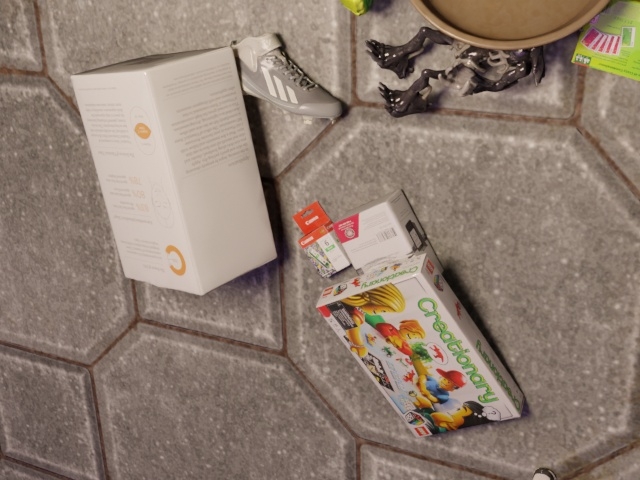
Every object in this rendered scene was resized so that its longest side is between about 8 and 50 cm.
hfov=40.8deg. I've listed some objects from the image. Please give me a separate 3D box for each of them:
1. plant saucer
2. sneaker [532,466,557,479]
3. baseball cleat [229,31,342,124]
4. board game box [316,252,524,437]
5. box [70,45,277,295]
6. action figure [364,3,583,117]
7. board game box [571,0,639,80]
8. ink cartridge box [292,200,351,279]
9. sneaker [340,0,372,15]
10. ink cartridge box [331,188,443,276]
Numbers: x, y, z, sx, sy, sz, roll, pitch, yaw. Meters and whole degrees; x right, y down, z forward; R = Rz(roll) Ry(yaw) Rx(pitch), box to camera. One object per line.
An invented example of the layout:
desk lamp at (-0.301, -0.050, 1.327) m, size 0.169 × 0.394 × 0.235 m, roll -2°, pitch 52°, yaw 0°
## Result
plant saucer at (0.228, -0.354, 1.035) m, size 0.277 × 0.041 × 0.278 m, roll -2°, pitch 79°, yaw 9°
sneaker at (0.355, 0.416, 1.382) m, size 0.040 × 0.043 × 0.109 m, roll 9°, pitch 113°, yaw 27°
baseball cleat at (-0.057, -0.250, 1.296) m, size 0.205 × 0.072 × 0.110 m, roll 20°, pitch 120°, yaw 19°
board game box at (0.156, 0.172, 1.330) m, size 0.193 × 0.053 × 0.305 m, roll -22°, pitch 116°, yaw 34°
box at (-0.228, -0.113, 1.360) m, size 0.215 × 0.168 × 0.345 m, roll 9°, pitch 116°, yaw 44°
action figure at (0.188, -0.254, 1.114) m, size 0.275 × 0.141 × 0.164 m, roll -19°, pitch 72°, yaw 37°
board game box at (0.415, -0.242, 1.059) m, size 0.181 × 0.043 × 0.092 m, roll 22°, pitch 120°, yaw 19°
ink cartridge box at (0.000, 0.000, 1.400) m, size 0.063 × 0.029 × 0.115 m, roll -31°, pitch 95°, yaw 35°
sneaker at (0.056, -0.392, 1.091) m, size 0.109 × 0.123 × 0.295 m, roll 53°, pitch 171°, yaw 16°
ink cartridge box at (0.105, 0.013, 1.328) m, size 0.109 × 0.063 × 0.150 m, roll -22°, pitch 101°, yaw 35°
